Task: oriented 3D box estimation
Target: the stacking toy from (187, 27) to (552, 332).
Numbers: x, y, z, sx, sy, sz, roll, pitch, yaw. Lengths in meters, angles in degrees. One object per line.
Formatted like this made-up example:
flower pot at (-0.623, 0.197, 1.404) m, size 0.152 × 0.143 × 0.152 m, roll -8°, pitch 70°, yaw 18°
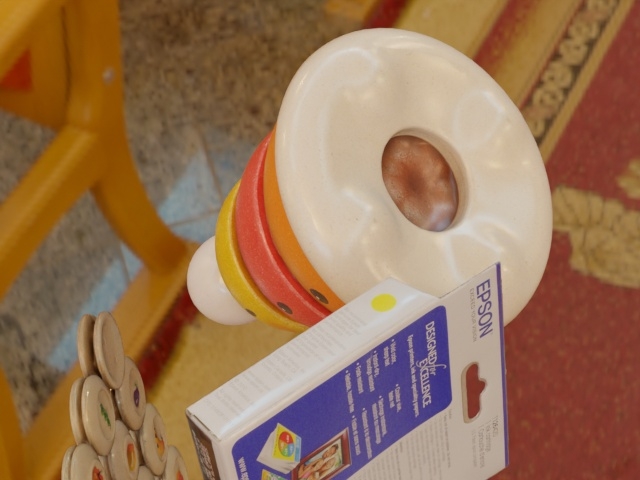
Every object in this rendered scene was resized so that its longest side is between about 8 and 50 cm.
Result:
stacking toy at (0.000, 0.000, 1.702) m, size 0.350 × 0.480 × 0.351 m, roll 13°, pitch 65°, yaw -30°

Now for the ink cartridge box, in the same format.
ink cartridge box at (0.037, 0.183, 1.367) m, size 0.307 × 0.304 × 0.072 m, roll -32°, pitch 49°, yaw -23°

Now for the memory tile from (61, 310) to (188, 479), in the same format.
memory tile at (-0.088, 0.114, 0.698) m, size 0.012 × 0.148 × 0.113 m, roll -10°, pitch 46°, yaw 9°
